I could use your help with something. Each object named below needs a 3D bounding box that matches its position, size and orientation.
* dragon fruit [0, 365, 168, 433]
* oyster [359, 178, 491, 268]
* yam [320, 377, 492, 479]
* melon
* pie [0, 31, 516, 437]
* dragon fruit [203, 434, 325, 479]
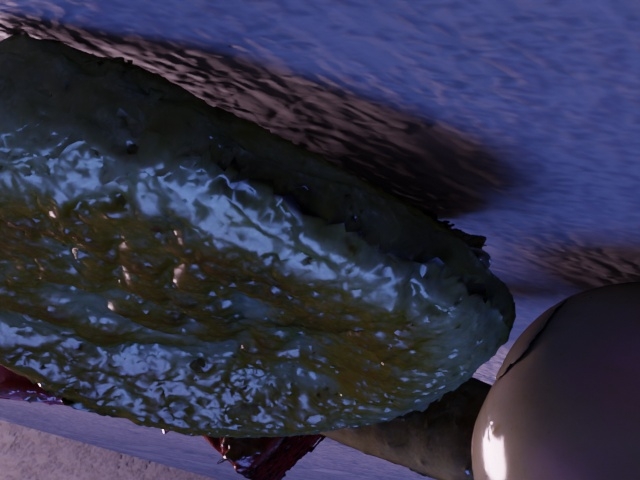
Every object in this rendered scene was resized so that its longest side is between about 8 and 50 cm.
[{"bbox_3d":[-0.149,0.050,1.037,0.211,0.147,0.282,27,164,-39],"label":"dragon fruit"},{"bbox_3d":[0.000,0.000,0.885,0.177,0.064,0.125,-2,157,43],"label":"oyster"},{"bbox_3d":[-0.021,0.084,1.125,0.371,0.083,0.083,14,172,37],"label":"yam"},{"bbox_3d":[0.235,0.151,0.916,0.317,0.223,0.223,32,172,14],"label":"melon"},{"bbox_3d":[-0.071,0.017,0.829,0.323,0.070,0.323,11,150,6],"label":"pie"},{"bbox_3d":[-0.035,0.091,1.244,0.120,0.161,0.127,46,172,15],"label":"dragon fruit"}]
